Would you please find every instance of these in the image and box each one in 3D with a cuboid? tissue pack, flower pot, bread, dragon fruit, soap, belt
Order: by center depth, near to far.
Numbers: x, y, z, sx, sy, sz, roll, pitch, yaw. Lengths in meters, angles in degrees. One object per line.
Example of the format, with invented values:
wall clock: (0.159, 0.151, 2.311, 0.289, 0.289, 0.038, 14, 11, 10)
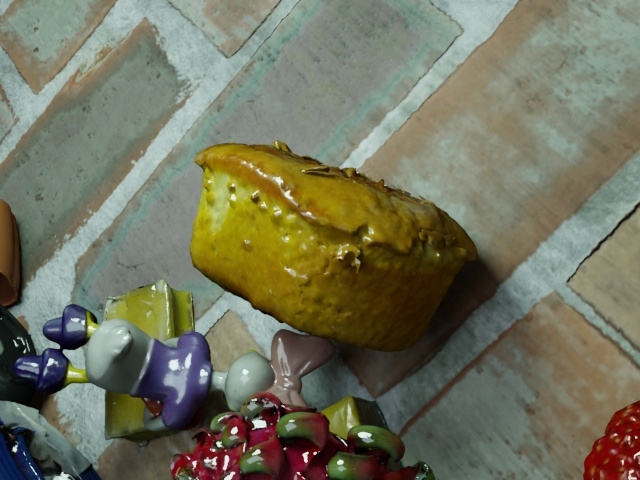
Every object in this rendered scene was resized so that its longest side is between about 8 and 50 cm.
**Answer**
dragon fruit: (-0.033, 0.279, 0.999, 0.273, 0.198, 0.218, -23, 72, 29)
bread: (-0.001, -0.001, 1.105, 0.358, 0.337, 0.204, 28, 97, 43)
tissue pack: (0.008, 0.292, 1.144, 0.169, 0.082, 0.120, -32, 60, 18)
belt: (-0.410, 0.396, 1.282, 0.117, 0.212, 0.347, -48, 70, 11)
soap: (-0.264, 0.189, 1.354, 0.135, 0.076, 0.233, -20, 65, 26)
flower pot: (-0.630, 0.014, 1.591, 0.191, 0.190, 0.173, -18, 52, 25)

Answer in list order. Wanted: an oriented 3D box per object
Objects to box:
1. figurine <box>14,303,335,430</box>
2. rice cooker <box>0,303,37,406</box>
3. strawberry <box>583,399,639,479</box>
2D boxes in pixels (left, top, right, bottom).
figurine: (-0.198, 0.171, 1.190, 0.421, 0.193, 0.154, 12, 63, 5)
rice cooker: (-0.601, 0.217, 1.442, 0.224, 0.267, 0.267, -31, 59, 9)
strawberry: (0.369, 0.265, 0.833, 0.261, 0.261, 0.257, -10, 70, 29)
